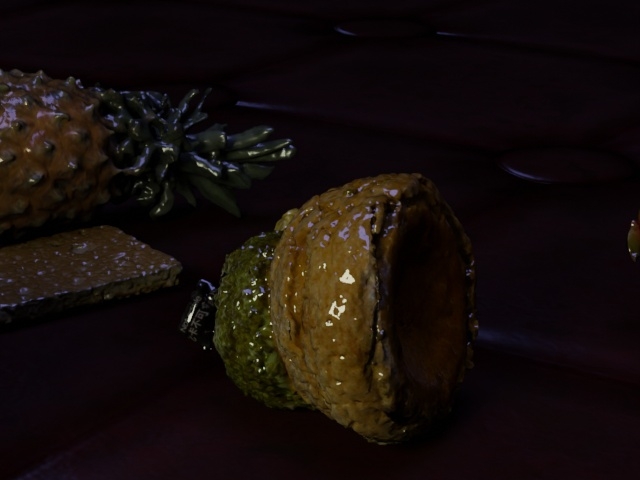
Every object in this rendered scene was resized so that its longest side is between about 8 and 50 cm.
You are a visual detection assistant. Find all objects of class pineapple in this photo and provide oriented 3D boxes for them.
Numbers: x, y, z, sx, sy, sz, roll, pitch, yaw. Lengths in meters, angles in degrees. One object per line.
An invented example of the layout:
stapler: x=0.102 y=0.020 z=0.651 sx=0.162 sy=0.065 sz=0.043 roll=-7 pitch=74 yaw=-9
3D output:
pineapple: x=-0.190 y=-0.081 z=1.459 sx=0.340 sy=0.169 sz=0.169 roll=-7 pitch=20 yaw=-27

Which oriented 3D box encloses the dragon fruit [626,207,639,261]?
dragon fruit: x=0.350 y=0.002 z=1.192 sx=0.227 sy=0.243 sz=0.307 roll=24 pitch=60 yaw=1

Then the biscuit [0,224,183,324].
biscuit: x=-0.235 y=0.032 z=1.318 sx=0.231 sy=0.025 sz=0.131 roll=-12 pitch=24 yaw=-35

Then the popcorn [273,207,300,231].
popcorn: x=0.000 y=0.000 z=1.379 sx=0.082 sy=0.057 sz=0.083 roll=-6 pitch=22 yaw=0

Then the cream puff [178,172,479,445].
cream puff: x=-0.002 y=0.046 z=1.101 sx=0.169 sy=0.183 sz=0.183 roll=-3 pitch=15 yaw=29
